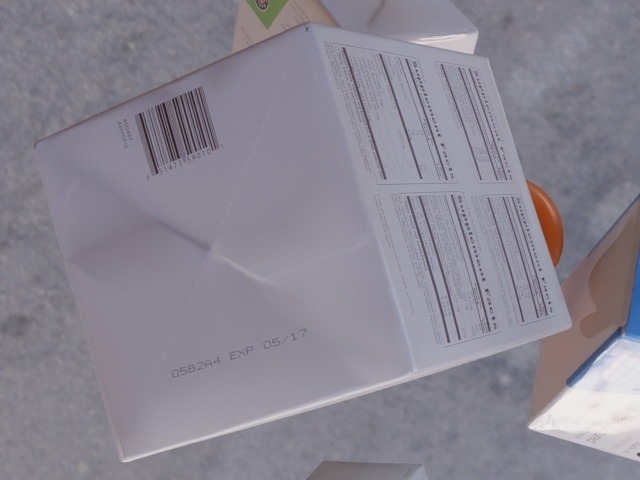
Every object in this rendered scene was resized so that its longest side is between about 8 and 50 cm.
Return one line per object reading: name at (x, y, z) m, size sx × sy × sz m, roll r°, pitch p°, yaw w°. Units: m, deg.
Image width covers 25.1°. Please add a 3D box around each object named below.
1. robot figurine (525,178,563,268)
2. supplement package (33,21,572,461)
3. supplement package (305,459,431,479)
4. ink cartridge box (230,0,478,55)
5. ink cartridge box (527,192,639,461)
robot figurine at (0.183, -0.004, 1.472) m, size 0.158 × 0.219 × 0.128 m, roll 31°, pitch 96°, yaw 4°
supplement package at (0.000, 0.000, 0.893) m, size 0.199 × 0.198 × 0.262 m, roll -20°, pitch 173°, yaw 27°
supplement package at (0.047, 0.262, 1.045) m, size 0.105 × 0.105 × 0.179 m, roll -44°, pitch 115°, yaw -39°
ink cartridge box at (0.005, -0.078, 1.257) m, size 0.119 × 0.207 × 0.353 m, roll -9°, pitch 133°, yaw -25°
ink cartridge box at (0.444, 0.129, 1.431) m, size 0.395 × 0.166 × 0.285 m, roll 17°, pitch 153°, yaw -3°
